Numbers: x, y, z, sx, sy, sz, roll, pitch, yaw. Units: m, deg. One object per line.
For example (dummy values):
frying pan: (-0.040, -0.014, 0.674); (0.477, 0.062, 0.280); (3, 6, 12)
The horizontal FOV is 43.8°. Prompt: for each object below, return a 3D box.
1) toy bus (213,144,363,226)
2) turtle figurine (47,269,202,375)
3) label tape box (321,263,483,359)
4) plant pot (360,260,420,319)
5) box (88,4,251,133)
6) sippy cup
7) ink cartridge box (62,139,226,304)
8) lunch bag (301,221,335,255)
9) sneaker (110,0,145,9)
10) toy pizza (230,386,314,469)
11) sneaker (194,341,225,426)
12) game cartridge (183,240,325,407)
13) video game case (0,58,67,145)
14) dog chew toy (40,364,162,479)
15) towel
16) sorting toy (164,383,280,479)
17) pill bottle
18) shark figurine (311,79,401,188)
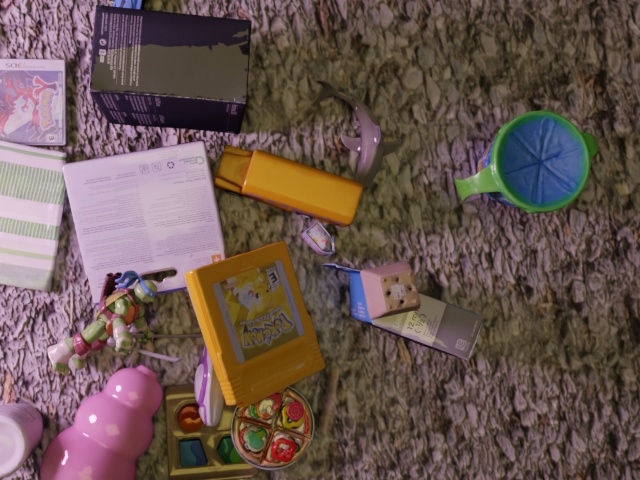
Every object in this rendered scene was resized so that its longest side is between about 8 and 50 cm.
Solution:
toy bus: (-0.078, -0.129, 1.867); (0.332, 0.130, 0.108); (18, 85, -7)
turtle figurine: (-0.439, 0.229, 1.764); (0.266, 0.198, 0.275); (-31, 118, 8)
label tape box: (0.164, 0.158, 1.831); (0.347, 0.249, 0.115); (19, 85, -7)
plant pot: (0.154, 0.104, 1.656); (0.109, 0.096, 0.109); (-11, 89, -10)
box: (-0.317, -0.358, 1.734); (0.312, 0.343, 0.179); (4, 87, -9)
sippy cup: (0.485, -0.175, 1.903); (0.305, 0.224, 0.240); (16, 85, -8)
ink cartridge box: (-0.393, -0.042, 1.828); (0.324, 0.071, 0.330); (-10, 102, -3)
lunch bag: (0.000, 0.000, 1.904); (0.053, 0.071, 0.083); (-39, 92, -12)
sneaker: (-0.445, -0.586, 1.862); (0.082, 0.069, 0.209); (13, 86, -4)
toy pizza: (-0.109, 0.436, 1.866); (0.201, 0.032, 0.201); (1, 85, -14)
sneaker: (-0.203, 0.276, 1.831); (0.152, 0.114, 0.305); (13, 78, -20)
game cartridge: (-0.140, 0.186, 1.813); (0.285, 0.052, 0.324); (-19, 90, -43)
video game case: (-0.682, -0.319, 1.840); (0.183, 0.023, 0.201); (-1, 88, -8)
dog chew toy: (-0.467, 0.430, 1.763); (0.206, 0.206, 0.332); (31, 77, -6)
towel: (-0.715, -0.061, 1.809); (0.248, 0.038, 0.325); (9, 91, -9)
sorting toy: (-0.207, 0.447, 1.873); (0.307, 0.041, 0.229); (-3, 89, -8)
pill bottle: (-0.671, 0.420, 1.711); (0.131, 0.229, 0.131); (0, 88, -8)
shark figurine: (0.104, -0.278, 1.910); (0.166, 0.116, 0.278); (-26, 94, -10)
